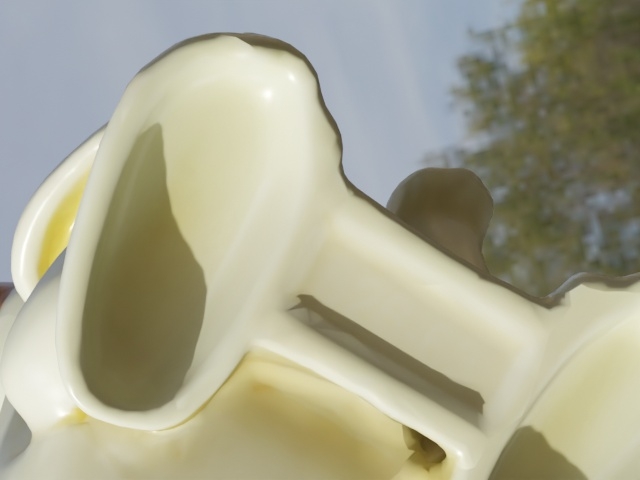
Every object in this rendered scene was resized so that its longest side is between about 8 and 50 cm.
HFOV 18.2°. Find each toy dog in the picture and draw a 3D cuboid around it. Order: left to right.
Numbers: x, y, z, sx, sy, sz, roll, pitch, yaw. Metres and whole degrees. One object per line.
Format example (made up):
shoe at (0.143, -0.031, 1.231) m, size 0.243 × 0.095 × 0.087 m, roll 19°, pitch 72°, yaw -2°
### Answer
toy dog at (-0.048, 0.099, 0.986) m, size 0.395 × 0.285 × 0.408 m, roll -69°, pitch 16°, yaw -2°
